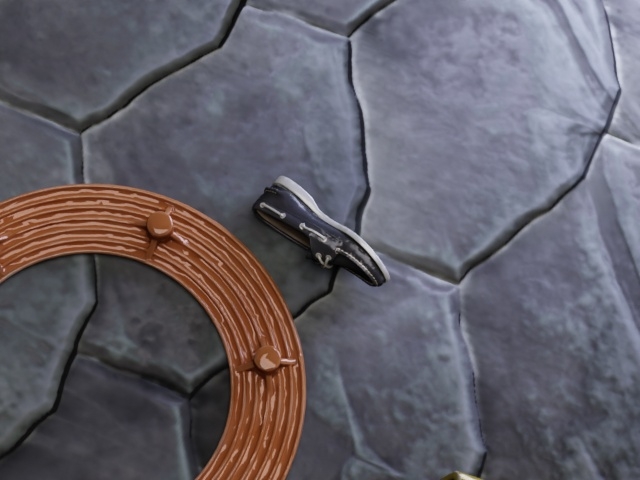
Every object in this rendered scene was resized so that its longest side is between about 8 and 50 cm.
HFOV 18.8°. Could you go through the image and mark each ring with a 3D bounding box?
[{"bbox_3d":[-0.177,0.109,1.489,0.336,0.032,0.337,2,71,-6],"label":"ring"}]

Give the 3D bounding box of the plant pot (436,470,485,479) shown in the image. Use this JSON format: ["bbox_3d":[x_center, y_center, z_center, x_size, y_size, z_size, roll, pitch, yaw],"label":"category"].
[{"bbox_3d":[0.134,0.301,1.371,0.187,0.212,0.212,13,68,-15],"label":"plant pot"}]

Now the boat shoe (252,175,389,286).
[{"bbox_3d":[0.000,0.000,1.540,0.125,0.046,0.038,41,71,12],"label":"boat shoe"}]
